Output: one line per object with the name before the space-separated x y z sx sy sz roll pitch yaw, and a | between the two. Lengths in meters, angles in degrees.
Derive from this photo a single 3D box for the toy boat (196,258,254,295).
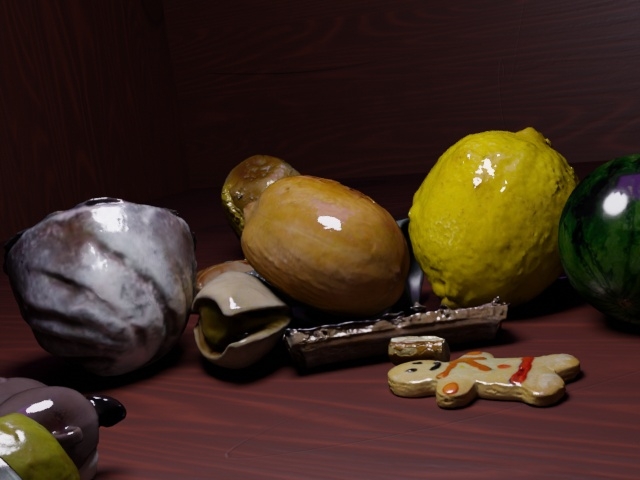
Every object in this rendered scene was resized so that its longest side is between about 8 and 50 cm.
toy boat | -0.171 0.088 1.757 0.293 0.108 0.099 -9 -25 23

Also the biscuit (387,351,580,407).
biscuit | 0.195 0.170 1.178 0.234 0.030 0.153 -2 10 27

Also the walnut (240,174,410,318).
walnut | 0.000 0.000 1.410 0.298 0.203 0.203 30 30 29

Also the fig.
fig | -0.302 0.232 0.874 0.144 0.154 0.166 -22 -31 19

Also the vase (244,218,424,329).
vase | 0.019 0.078 1.557 0.301 0.156 0.251 -12 32 9

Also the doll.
doll | -0.341 0.219 1.073 0.257 0.117 0.182 2 15 46

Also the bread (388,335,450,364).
bread | 0.134 0.151 1.285 0.083 0.047 0.036 -3 53 29

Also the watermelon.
watermelon | 0.454 -0.001 1.324 0.243 0.242 0.242 -8 10 1

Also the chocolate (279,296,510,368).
chocolate | 0.107 0.132 1.349 0.330 0.065 0.102 -9 -15 -4

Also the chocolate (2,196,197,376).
chocolate | -0.321 0.100 1.442 0.303 0.212 0.303 -11 -29 -6

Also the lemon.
lemon | 0.275 -0.026 1.504 0.268 0.321 0.268 33 0 0

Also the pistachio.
pistachio | -0.119 0.115 1.407 0.153 0.137 0.238 -15 5 2

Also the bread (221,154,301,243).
bread | -0.110 -0.053 2.146 0.176 0.246 0.196 -44 32 -25

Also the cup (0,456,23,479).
cup | -0.325 0.268 0.639 0.196 0.196 0.280 -1 21 36

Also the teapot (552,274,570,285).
teapot | 0.477 0.024 1.552 0.252 0.135 0.178 -23 33 26
